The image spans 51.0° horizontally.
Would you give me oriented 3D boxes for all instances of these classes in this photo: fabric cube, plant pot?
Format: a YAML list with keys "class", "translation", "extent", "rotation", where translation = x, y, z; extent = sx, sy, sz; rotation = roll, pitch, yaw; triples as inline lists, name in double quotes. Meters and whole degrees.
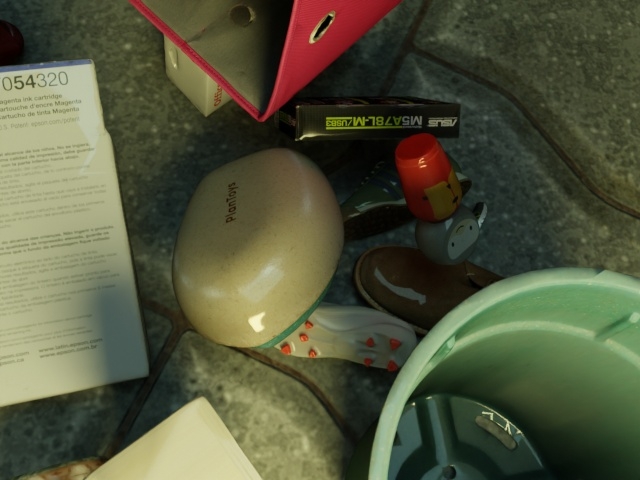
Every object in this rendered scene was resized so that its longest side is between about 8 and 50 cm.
- class: "fabric cube"
  translation: [-0.043, -0.328, 0.661]
  extent: [0.259, 0.254, 0.258]
  rotation: [44, 67, 4]
- class: "plant pot"
  translation: [0.172, 0.235, 0.589]
  extent: [0.341, 0.334, 0.341]
  rotation: [3, 69, -8]

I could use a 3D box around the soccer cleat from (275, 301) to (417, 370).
- class: "soccer cleat"
  translation: [0.013, 0.101, 0.766]
  extent: [0.196, 0.076, 0.068]
  rotation: [13, 108, 11]

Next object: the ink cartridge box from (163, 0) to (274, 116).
- class: "ink cartridge box"
  translation: [-0.094, -0.263, 0.839]
  extent: [0.190, 0.139, 0.082]
  rotation: [-41, 83, -20]

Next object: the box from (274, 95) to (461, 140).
- class: "box"
  translation: [0.046, -0.148, 0.800]
  extent: [0.184, 0.191, 0.045]
  rotation: [-1, 104, -12]

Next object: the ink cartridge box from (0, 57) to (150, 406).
- class: "ink cartridge box"
  translation: [-0.358, 0.005, 0.668]
  extent: [0.324, 0.071, 0.330]
  rotation: [-9, 95, -12]

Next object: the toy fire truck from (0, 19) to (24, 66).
- class: "toy fire truck"
  translation: [-0.457, -0.286, 0.738]
  extent: [0.302, 0.254, 0.169]
  rotation: [41, 102, 8]

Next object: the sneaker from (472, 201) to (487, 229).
- class: "sneaker"
  translation: [0.185, -0.019, 0.851]
  extent: [0.035, 0.031, 0.083]
  rotation: [25, 63, 9]

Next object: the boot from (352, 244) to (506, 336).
- class: "boot"
  translation: [0.189, 0.066, 0.776]
  extent: [0.305, 0.115, 0.112]
  rotation: [19, 69, -1]

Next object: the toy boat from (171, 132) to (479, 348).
- class: "toy boat"
  translation: [0.000, 0.000, 0.704]
  extent: [0.318, 0.148, 0.267]
  rotation: [-16, 39, 15]

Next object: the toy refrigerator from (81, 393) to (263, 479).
- class: "toy refrigerator"
  translation: [-0.117, 0.218, 0.582]
  extent: [0.102, 0.269, 0.094]
  rotation: [-34, 78, -20]

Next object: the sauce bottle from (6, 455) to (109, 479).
- class: "sauce bottle"
  translation: [-0.214, 0.376, 0.591]
  extent: [0.111, 0.111, 0.344]
  rotation: [-10, 70, -13]

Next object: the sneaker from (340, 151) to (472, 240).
- class: "sneaker"
  translation: [0.086, -0.067, 0.842]
  extent: [0.192, 0.064, 0.086]
  rotation: [-19, 61, -13]
